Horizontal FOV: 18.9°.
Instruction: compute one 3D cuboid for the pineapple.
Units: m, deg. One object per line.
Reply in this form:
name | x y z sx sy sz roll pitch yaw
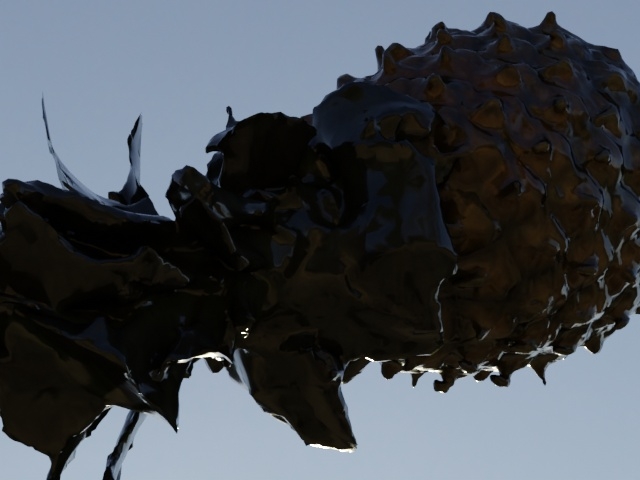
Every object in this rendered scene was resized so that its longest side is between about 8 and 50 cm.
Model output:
pineapple | 0.000 0.000 0.530 0.251 0.125 0.125 -18 -17 -48
